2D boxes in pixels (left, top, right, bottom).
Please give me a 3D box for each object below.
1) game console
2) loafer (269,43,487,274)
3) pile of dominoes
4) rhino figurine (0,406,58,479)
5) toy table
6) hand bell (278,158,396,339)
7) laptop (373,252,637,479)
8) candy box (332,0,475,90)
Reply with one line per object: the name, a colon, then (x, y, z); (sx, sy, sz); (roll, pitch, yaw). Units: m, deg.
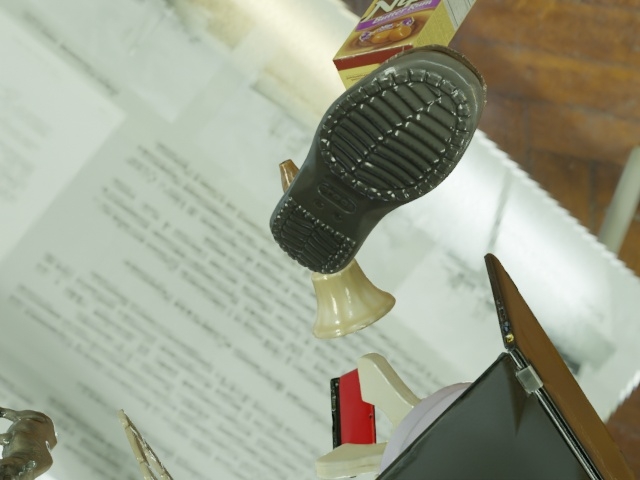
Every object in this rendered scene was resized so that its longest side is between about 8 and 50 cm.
game console: (0.063, 0.281, 2.257); (0.085, 0.144, 0.124); (-11, 151, 17)
loafer: (0.059, -0.102, 1.523); (0.134, 0.130, 0.366); (40, 142, -6)
pile of dominoes: (-0.178, 0.344, 1.741); (0.196, 0.040, 0.251); (58, 176, 46)
rhino figurine: (-0.428, 0.300, 2.042); (0.106, 0.243, 0.073); (10, 104, -7)
toy table: (0.136, 0.289, 2.060); (0.161, 0.274, 0.252); (5, 98, 44)
hand bell: (0.000, 0.000, 1.985); (0.126, 0.126, 0.242); (-10, 109, 43)
laptop: (0.212, 0.292, 1.664); (0.236, 0.408, 0.382); (-30, 110, 12)
candy box: (0.100, -0.249, 1.699); (0.109, 0.187, 0.053); (-7, 122, 32)
